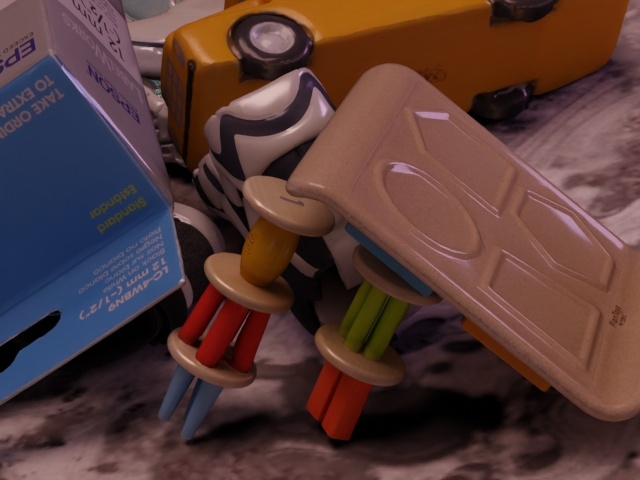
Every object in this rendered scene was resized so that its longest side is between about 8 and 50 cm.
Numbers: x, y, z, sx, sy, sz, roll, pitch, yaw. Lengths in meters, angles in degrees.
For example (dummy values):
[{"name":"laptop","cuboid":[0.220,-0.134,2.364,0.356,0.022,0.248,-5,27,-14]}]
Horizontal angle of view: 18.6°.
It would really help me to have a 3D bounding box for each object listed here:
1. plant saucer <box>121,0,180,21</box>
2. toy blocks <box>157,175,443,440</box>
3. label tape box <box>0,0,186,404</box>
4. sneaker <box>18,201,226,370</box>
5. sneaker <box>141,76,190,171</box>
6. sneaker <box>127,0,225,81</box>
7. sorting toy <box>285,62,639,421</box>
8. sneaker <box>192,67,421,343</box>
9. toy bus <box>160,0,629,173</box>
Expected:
[{"name":"plant saucer","cuboid":[-0.067,-0.201,1.603,0.195,0.037,0.195,-11,28,6]},{"name":"toy blocks","cuboid":[-0.017,0.058,1.035,0.123,0.148,0.054,32,23,13]},{"name":"label tape box","cuboid":[-0.231,-0.048,1.163,0.249,0.115,0.348,-33,38,12]},{"name":"sneaker","cuboid":[-0.177,0.022,1.188,0.217,0.079,0.121,1,30,24]},{"name":"sneaker","cuboid":[-0.091,-0.084,1.388,0.076,0.065,0.166,-16,27,-40]},{"name":"sneaker","cuboid":[-0.063,-0.162,1.445,0.258,0.091,0.094,0,0,13]},{"name":"sorting toy","cuboid":[0.088,-0.001,1.035,0.208,0.038,0.193,35,27,-2]},{"name":"sneaker","cuboid":[0.000,0.000,1.153,0.094,0.153,0.235,-26,-9,-12]},{"name":"toy bus","cuboid":[0.050,-0.147,1.307,0.332,0.108,0.130,-15,53,-20]}]
